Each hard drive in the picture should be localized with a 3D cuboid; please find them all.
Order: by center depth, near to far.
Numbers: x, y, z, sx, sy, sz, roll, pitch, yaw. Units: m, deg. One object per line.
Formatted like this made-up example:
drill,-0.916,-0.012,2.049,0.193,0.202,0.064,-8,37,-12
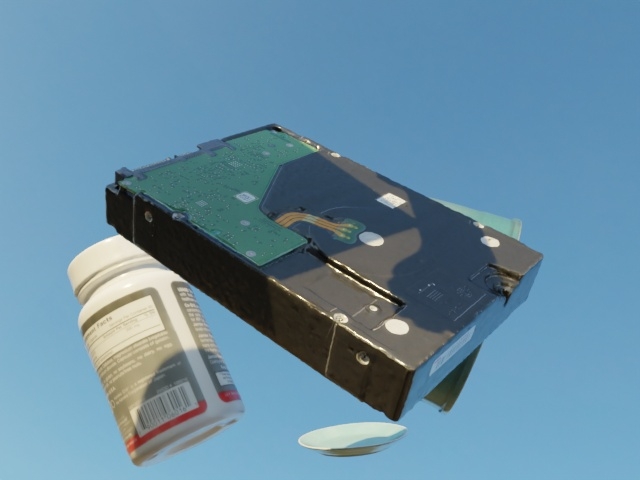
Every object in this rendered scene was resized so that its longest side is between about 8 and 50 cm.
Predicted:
hard drive,0.000,0.000,0.624,0.338,0.237,0.064,30,-54,27

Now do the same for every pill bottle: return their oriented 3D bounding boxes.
pill bottle,-0.230,0.143,0.925,0.161,0.161,0.283,-45,-114,44

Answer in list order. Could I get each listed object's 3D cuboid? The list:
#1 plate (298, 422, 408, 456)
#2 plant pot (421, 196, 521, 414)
plate,0.056,0.339,1.146,0.188,0.188,0.024,-7,-94,32
plant pot,0.095,0.056,0.907,0.255,0.272,0.272,21,-46,9
